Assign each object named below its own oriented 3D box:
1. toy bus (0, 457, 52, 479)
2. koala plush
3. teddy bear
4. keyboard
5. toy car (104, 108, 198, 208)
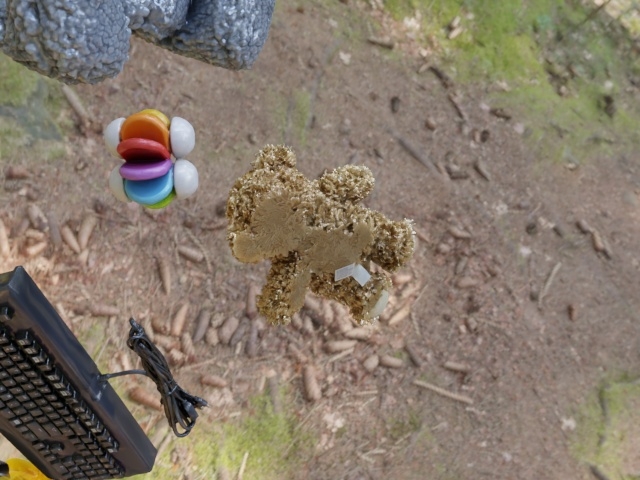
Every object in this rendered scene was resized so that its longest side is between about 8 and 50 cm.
[{"bbox_3d":[-0.430,0.421,0.940,0.149,0.212,0.220,17,12,11],"label":"toy bus"},{"bbox_3d":[-0.126,-0.236,0.421,0.203,0.221,0.196,35,32,20],"label":"koala plush"},{"bbox_3d":[0.000,0.000,0.992,0.337,0.245,0.113,6,18,-37],"label":"teddy bear"},{"bbox_3d":[-0.225,0.140,0.674,0.201,0.317,0.033,-14,46,2],"label":"keyboard"},{"bbox_3d":[-0.309,-0.142,1.293,0.159,0.182,0.136,-2,12,2],"label":"toy car"}]
